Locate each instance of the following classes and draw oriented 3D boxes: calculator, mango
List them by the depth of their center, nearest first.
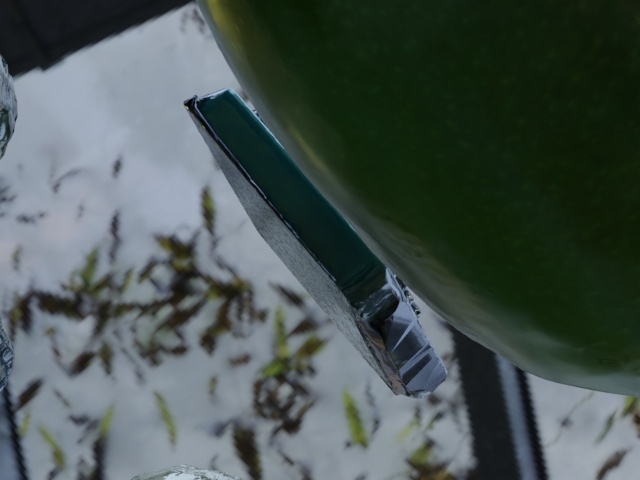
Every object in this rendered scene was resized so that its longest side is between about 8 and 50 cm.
[{"bbox_3d":[0.068,-0.090,0.575,0.201,0.225,0.382,-9,-38,39],"label":"mango"},{"bbox_3d":[0.000,0.000,1.380,0.248,0.058,0.274,48,-6,29],"label":"calculator"}]

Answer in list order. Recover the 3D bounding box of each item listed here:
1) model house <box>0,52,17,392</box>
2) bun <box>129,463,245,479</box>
[{"bbox_3d":[-0.170,0.040,0.400,0.195,0.214,0.189,117,-38,-74],"label":"model house"},{"bbox_3d":[-0.094,0.282,1.508,0.222,0.127,0.222,30,-41,30],"label":"bun"}]
